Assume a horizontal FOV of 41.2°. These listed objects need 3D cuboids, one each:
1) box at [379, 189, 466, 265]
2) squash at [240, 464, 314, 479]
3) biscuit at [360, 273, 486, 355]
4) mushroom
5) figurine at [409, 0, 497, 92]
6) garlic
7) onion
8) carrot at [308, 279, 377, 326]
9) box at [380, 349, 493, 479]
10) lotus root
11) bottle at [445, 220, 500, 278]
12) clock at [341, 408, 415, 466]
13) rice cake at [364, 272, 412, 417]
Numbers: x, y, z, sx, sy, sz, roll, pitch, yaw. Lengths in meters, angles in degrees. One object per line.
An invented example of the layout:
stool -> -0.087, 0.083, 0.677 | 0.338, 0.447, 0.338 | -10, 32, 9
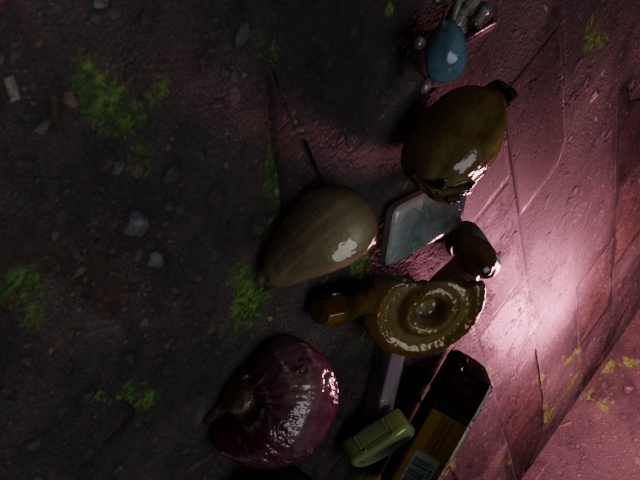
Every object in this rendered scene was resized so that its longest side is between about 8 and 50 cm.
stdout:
box -> 0.226, -0.051, 1.827 | 0.285, 0.044, 0.142 | -25, 131, -43
squash -> -0.104, 0.587, 1.770 | 0.252, 0.165, 0.252 | -36, 140, -37
biscuit -> 0.217, 0.159, 1.824 | 0.274, 0.091, 0.213 | -4, 123, -15
mushroom -> 0.305, 0.133, 1.976 | 0.128, 0.128, 0.350 | -28, 151, -41
figurine -> 0.247, -0.391, 1.519 | 0.260, 0.103, 0.205 | -49, 150, -34
garlic -> 0.001, -0.003, 1.490 | 0.245, 0.145, 0.164 | -36, 172, -29
onion -> -0.043, 0.343, 1.665 | 0.267, 0.159, 0.349 | -57, 147, 2
carrot -> 0.050, 0.124, 1.686 | 0.173, 0.082, 0.082 | -10, 124, -47
box -> 0.297, 0.500, 2.217 | 0.415, 0.116, 0.264 | -62, 174, 5
lotus root -> 0.281, -0.212, 1.651 | 0.310, 0.183, 0.183 | -49, 147, -20
bottle -> 0.367, 0.027, 2.056 | 0.096, 0.079, 0.254 | -37, 150, 7
clock -> 0.150, 0.490, 2.096 | 0.170, 0.069, 0.232 | -33, 159, 1
rice cake -> 0.165, 0.260, 1.975 | 0.070, 0.064, 0.399 | -19, 131, -38
